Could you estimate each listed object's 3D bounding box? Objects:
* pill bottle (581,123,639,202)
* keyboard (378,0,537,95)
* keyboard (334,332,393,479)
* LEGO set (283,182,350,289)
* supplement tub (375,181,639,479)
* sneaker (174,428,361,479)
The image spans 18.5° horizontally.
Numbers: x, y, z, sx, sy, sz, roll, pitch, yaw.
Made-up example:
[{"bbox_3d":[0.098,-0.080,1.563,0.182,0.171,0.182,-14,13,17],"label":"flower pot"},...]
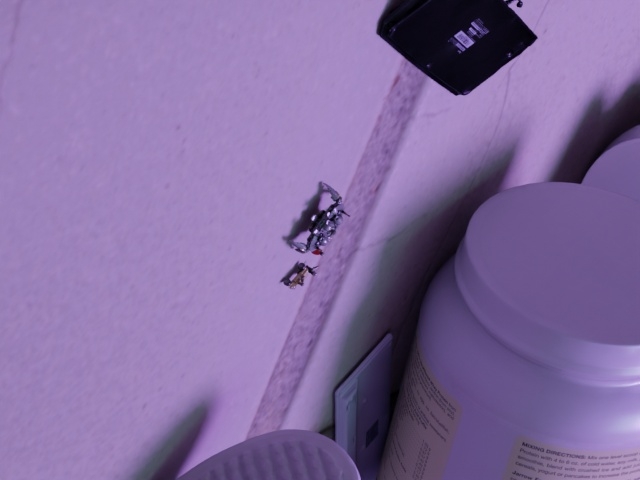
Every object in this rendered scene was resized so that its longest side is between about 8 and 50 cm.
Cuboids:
[{"bbox_3d":[0.344,-0.025,1.822,0.176,0.176,0.318,-62,159,13],"label":"pill bottle"},{"bbox_3d":[0.098,-0.155,1.319,0.100,0.038,0.192,-36,163,10],"label":"keyboard"},{"bbox_3d":[0.036,0.168,1.654,0.072,0.014,0.256,-52,159,-28],"label":"keyboard"},{"bbox_3d":[0.001,0.000,1.317,0.054,0.023,0.083,-44,155,-32],"label":"LEGO set"},{"bbox_3d":[0.181,0.139,1.605,0.235,0.235,0.325,-36,148,-44],"label":"supplement tub"},{"bbox_3d":[-0.104,0.282,1.366,0.366,0.135,0.150,-47,166,-3],"label":"sneaker"}]
